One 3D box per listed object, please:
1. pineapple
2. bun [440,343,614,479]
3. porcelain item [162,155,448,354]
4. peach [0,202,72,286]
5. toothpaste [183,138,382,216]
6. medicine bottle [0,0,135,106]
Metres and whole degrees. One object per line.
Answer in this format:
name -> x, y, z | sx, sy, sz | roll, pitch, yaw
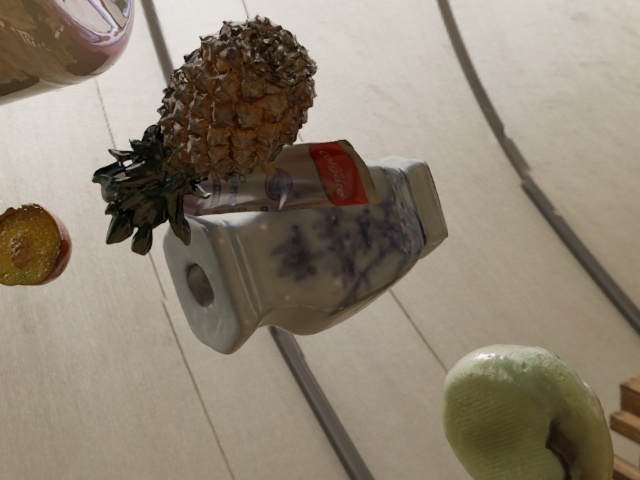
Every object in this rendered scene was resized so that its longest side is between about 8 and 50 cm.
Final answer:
pineapple -> -0.079, -0.066, 0.420 | 0.083, 0.221, 0.103 | 18, -123, -33
bun -> 0.330, 0.276, 0.973 | 0.179, 0.283, 0.283 | -24, -67, -34
porcelain item -> 0.000, 0.000, 0.892 | 0.405, 0.178, 0.242 | -21, -86, -37
peach -> -0.323, 0.008, 0.707 | 0.098, 0.061, 0.098 | -1, -97, 7
toothpaste -> -0.079, -0.062, 0.674 | 0.048, 0.301, 0.075 | -28, -69, -52
medicine bottle -> -0.351, -0.225, 0.516 | 0.325, 0.256, 0.256 | -11, -69, 12
